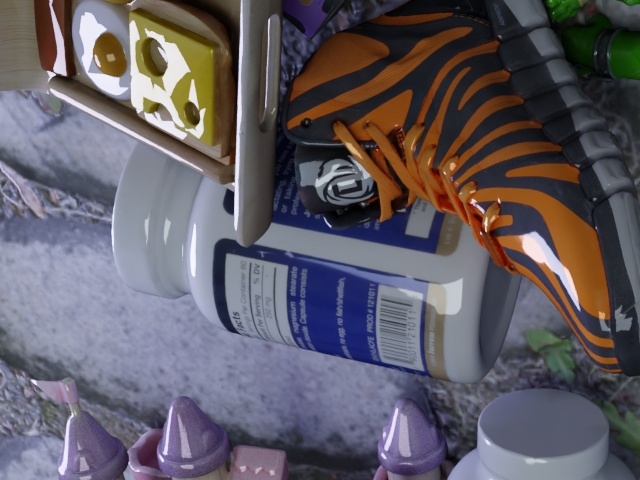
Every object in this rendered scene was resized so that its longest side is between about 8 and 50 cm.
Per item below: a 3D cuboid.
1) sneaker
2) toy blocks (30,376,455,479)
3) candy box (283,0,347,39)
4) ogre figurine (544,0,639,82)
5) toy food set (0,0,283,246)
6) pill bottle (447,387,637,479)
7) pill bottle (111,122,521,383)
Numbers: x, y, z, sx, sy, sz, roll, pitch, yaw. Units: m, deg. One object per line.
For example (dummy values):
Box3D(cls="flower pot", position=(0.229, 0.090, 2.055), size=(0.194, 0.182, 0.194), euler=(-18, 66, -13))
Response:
Box3D(cls="sneaker", position=(0.082, -0.027, 0.915), size=(0.180, 0.321, 0.125), euler=(-19, 133, 2))
Box3D(cls="toy blocks", position=(-0.066, 0.228, 1.120), size=(0.288, 0.309, 0.260), euler=(3, 122, 21))
Box3D(cls="candy box", position=(-0.029, -0.258, 0.992), size=(0.196, 0.070, 0.165), euler=(39, 124, -1))
Box3D(cls="ogre figurine", position=(0.213, -0.174, 0.925), size=(0.118, 0.097, 0.197), euler=(29, 110, 28))
Box3D(cls="toy food set", position=(-0.141, -0.146, 0.972), size=(0.306, 0.092, 0.220), euler=(29, 129, 37))
Box3D(cls="pill bottle", position=(0.163, 0.244, 1.129), size=(0.146, 0.146, 0.264), euler=(7, 119, 20))
Box3D(cls="pill bottle", position=(0.000, 0.000, 1.066), size=(0.264, 0.153, 0.153), euler=(12, 120, 18))
